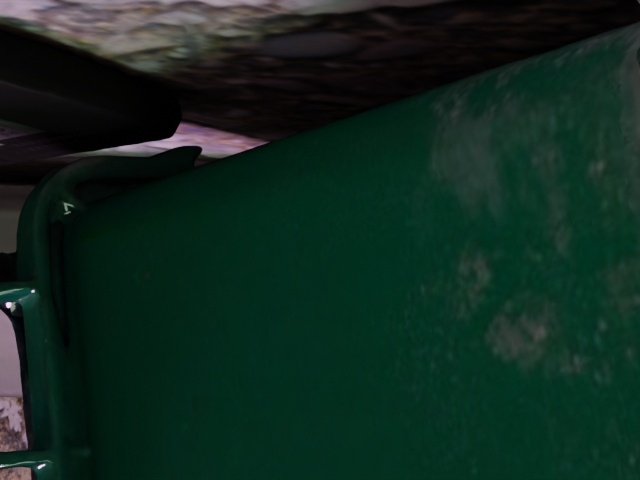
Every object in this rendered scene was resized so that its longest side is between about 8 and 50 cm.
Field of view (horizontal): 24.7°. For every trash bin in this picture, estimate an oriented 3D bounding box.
[{"bbox_3d":[0.048,0.056,0.538,0.295,0.259,0.381,0,168,-33],"label":"trash bin"}]

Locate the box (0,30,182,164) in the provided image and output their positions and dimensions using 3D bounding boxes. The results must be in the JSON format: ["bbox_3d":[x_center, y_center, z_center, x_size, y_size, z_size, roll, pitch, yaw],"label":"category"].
[{"bbox_3d":[-0.137,-0.055,0.599,0.125,0.027,0.126,-4,169,36],"label":"box"}]

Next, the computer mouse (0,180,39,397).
[{"bbox_3d":[-0.138,0.020,0.834,0.331,0.095,0.197,2,151,10],"label":"computer mouse"}]
